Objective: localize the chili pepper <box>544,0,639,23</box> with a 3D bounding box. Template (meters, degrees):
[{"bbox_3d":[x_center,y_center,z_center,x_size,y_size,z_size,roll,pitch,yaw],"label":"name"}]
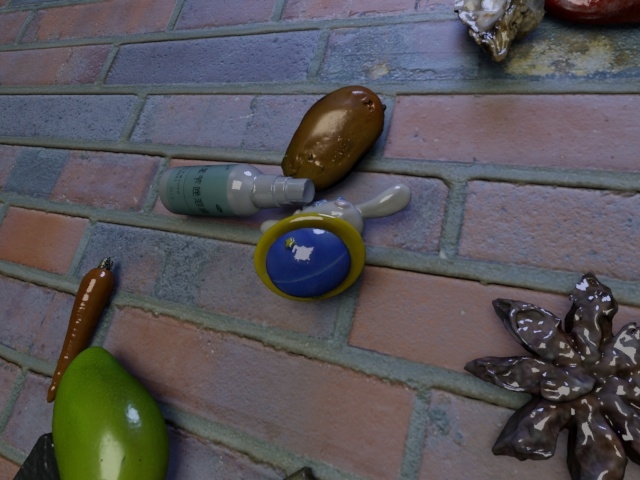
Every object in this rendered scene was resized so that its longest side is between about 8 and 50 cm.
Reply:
[{"bbox_3d":[0.531,-0.466,0.767,0.252,0.136,0.144,0,115,30],"label":"chili pepper"}]

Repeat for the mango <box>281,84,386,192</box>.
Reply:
[{"bbox_3d":[0.022,-0.208,0.835,0.249,0.151,0.156,-46,31,6],"label":"mango"}]

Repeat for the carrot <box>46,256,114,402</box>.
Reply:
[{"bbox_3d":[-0.537,0.197,0.924,0.069,0.069,0.336,10,77,23],"label":"carrot"}]

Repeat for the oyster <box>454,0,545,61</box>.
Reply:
[{"bbox_3d":[0.359,-0.492,0.817,0.166,0.110,0.341,-30,56,44],"label":"oyster"}]

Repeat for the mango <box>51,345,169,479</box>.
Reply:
[{"bbox_3d":[-0.395,0.343,0.762,0.192,0.156,0.343,-39,60,0],"label":"mango"}]

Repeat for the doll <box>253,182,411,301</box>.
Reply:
[{"bbox_3d":[0.029,0.003,0.737,0.311,0.242,0.160,-21,99,11],"label":"doll"}]

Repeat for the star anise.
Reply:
[{"bbox_3d":[0.368,0.199,0.561,0.331,0.117,0.332,-9,68,23],"label":"star anise"}]

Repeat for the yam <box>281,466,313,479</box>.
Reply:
[{"bbox_3d":[-0.052,0.412,0.675,0.094,0.043,0.043,-32,63,5],"label":"yam"}]

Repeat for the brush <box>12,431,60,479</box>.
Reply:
[{"bbox_3d":[-0.510,0.481,0.806,0.197,0.059,0.123,24,82,26],"label":"brush"}]

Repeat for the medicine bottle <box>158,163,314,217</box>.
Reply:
[{"bbox_3d":[-0.176,-0.103,0.853,0.351,0.110,0.110,4,72,28],"label":"medicine bottle"}]
